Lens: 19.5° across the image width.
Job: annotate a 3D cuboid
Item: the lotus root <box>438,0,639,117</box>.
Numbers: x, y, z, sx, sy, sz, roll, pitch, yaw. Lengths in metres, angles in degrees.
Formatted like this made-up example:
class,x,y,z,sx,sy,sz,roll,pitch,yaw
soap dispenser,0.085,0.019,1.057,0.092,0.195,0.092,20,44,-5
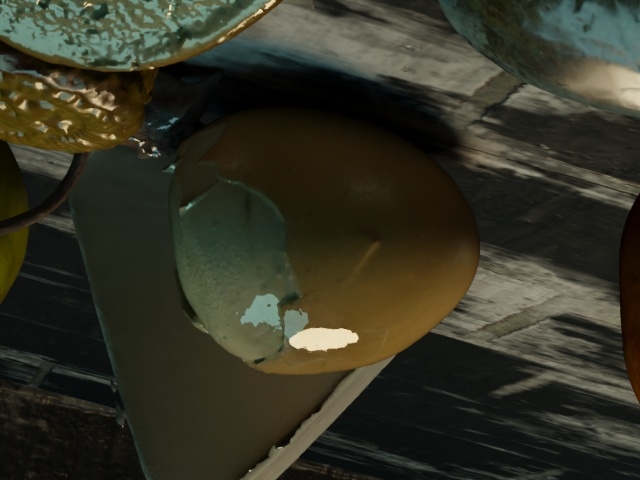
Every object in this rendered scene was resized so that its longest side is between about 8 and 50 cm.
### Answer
class,x,y,z,sx,sy,sz,roll,pitch,yaw
lotus root,0.212,-0.113,0.878,0.322,0.140,0.158,12,166,-4

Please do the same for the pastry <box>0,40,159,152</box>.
class,x,y,z,sx,sy,sz,roll,pitch,yaw
pastry,-0.195,-0.131,1.253,0.188,0.103,0.189,12,165,3

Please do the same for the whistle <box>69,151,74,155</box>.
class,x,y,z,sx,sy,sz,roll,pitch,yaw
whistle,-0.238,-0.108,1.549,0.109,0.057,0.046,22,121,0

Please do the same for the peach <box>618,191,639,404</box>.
class,x,y,z,sx,sy,sz,roll,pitch,yaw
peach,0.322,0.041,1.232,0.274,0.249,0.245,10,-152,-52

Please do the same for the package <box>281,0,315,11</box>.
class,x,y,z,sx,sy,sz,roll,pitch,yaw
package,-0.138,-0.192,1.056,0.250,0.062,0.204,14,165,13

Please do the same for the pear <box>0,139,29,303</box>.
class,x,y,z,sx,sy,sz,roll,pitch,yaw
pear,-0.370,-0.031,1.475,0.307,0.253,0.253,31,179,37

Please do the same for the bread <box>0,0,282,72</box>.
class,x,y,z,sx,sy,sz,roll,pitch,yaw
bread,-0.111,-0.180,0.894,0.236,0.070,0.236,8,140,7

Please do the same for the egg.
class,x,y,z,sx,sy,sz,roll,pitch,yaw
egg,0.000,0.000,1.398,0.244,0.201,0.201,3,168,-11

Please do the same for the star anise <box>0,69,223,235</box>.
class,x,y,z,sx,sy,sz,roll,pitch,yaw
star anise,-0.184,-0.040,1.375,0.148,0.227,0.218,6,161,47

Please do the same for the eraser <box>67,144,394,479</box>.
class,x,y,z,sx,sy,sz,roll,pitch,yaw
eraser,-0.037,0.051,1.599,0.331,0.331,0.150,12,167,6
